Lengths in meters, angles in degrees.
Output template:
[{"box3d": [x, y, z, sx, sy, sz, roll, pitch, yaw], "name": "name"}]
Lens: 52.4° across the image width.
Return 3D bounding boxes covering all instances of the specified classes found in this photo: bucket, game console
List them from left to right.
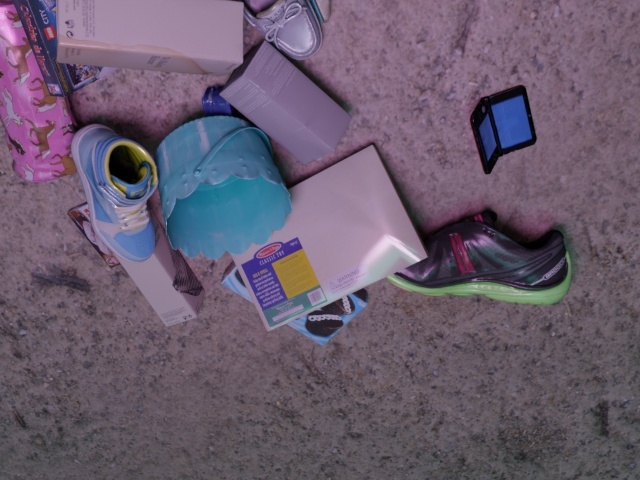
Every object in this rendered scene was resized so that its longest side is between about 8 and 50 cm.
[{"box3d": [-0.206, -0.110, 1.343, 0.281, 0.183, 0.281, -16, 151, -9], "name": "bucket"}, {"box3d": [0.380, -0.227, 1.348, 0.085, 0.124, 0.144, 0, 129, 36], "name": "game console"}]

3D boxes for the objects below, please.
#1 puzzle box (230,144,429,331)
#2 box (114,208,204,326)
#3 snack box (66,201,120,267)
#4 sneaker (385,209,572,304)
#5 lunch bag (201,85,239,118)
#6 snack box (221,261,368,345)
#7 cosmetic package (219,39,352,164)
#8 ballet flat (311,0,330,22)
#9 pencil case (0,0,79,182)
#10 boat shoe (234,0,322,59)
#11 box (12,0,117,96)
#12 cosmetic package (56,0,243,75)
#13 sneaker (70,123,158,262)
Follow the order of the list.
[{"box3d": [0.000, 0.000, 1.448, 0.409, 0.052, 0.272, -26, 88, 15], "name": "puzzle box"}, {"box3d": [-0.392, 0.070, 1.581, 0.094, 0.113, 0.275, -17, 123, 14], "name": "box"}, {"box3d": [-0.535, -0.013, 1.584, 0.064, 0.022, 0.178, -21, 121, 15], "name": "snack box"}, {"box3d": [0.328, 0.026, 1.499, 0.483, 0.185, 0.202, 4, 99, 2], "name": "sneaker"}, {"box3d": [-0.212, -0.275, 1.355, 0.065, 0.067, 0.098, -4, 125, 6], "name": "lunch bag"}, {"box3d": [-0.062, 0.118, 1.624, 0.322, 0.060, 0.187, 34, 118, -19], "name": "snack box"}, {"box3d": [-0.068, -0.269, 1.304, 0.238, 0.107, 0.127, 36, 156, -24], "name": "cosmetic package"}, {"box3d": [-0.012, -0.487, 1.206, 0.052, 0.057, 0.168, -28, 120, 9], "name": "ballet flat"}, {"box3d": [-0.590, -0.304, 1.303, 0.160, 0.167, 0.386, -13, 124, -11], "name": "pencil case"}, {"box3d": [-0.112, -0.462, 1.197, 0.118, 0.103, 0.320, -27, 119, 20], "name": "boat shoe"}, {"box3d": [-0.477, -0.409, 1.221, 0.044, 0.159, 0.233, 12, 129, 29], "name": "box"}, {"box3d": [-0.306, -0.372, 1.162, 0.309, 0.160, 0.113, 0, 94, -22], "name": "cosmetic package"}, {"box3d": [-0.392, -0.073, 1.325, 0.127, 0.208, 0.319, -33, 123, -28], "name": "sneaker"}]
